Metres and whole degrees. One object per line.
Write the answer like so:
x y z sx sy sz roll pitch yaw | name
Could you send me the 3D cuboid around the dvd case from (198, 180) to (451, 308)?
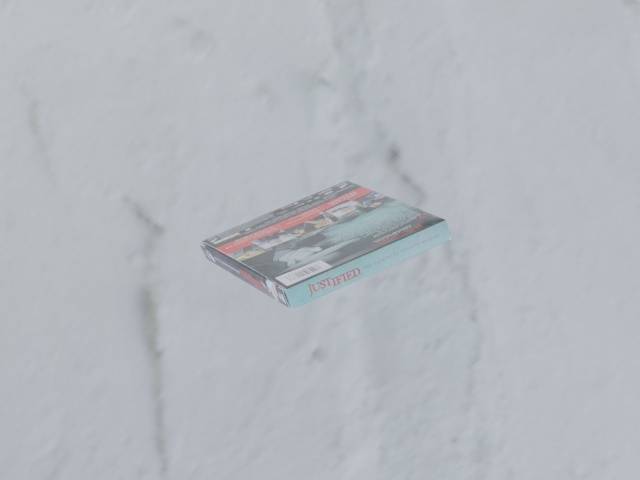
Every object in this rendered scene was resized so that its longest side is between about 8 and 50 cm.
0.000 0.000 0.941 0.087 0.119 0.013 -23 -73 -17 | dvd case
